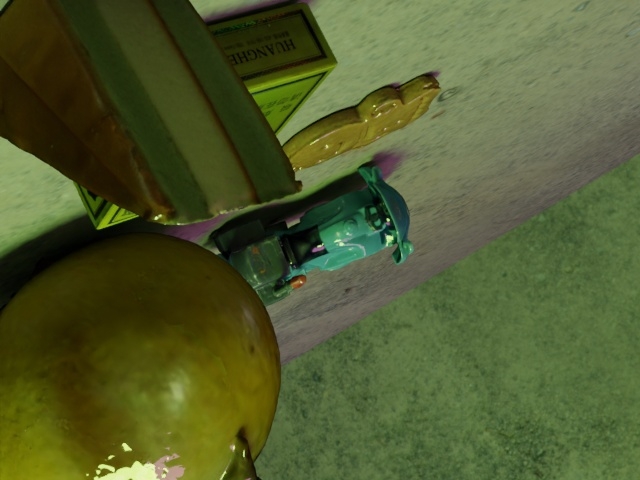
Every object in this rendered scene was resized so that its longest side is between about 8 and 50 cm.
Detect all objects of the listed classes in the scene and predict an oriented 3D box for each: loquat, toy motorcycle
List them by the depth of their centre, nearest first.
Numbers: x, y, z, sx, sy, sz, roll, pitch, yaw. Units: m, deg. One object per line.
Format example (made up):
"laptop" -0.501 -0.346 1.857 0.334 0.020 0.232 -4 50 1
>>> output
"loquat" -0.177 0.162 1.388 0.328 0.359 0.328 -50 175 -6
"toy motorcycle" 0.000 0.000 1.657 0.272 0.124 0.182 -22 179 -29

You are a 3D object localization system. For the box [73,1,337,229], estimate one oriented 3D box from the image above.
"box" -0.097 -0.093 1.093 0.141 0.064 0.220 -21 166 -31

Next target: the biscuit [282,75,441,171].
"biscuit" 0.040 -0.116 1.437 0.184 0.027 0.133 -22 170 -27

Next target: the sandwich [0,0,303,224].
"sandwich" -0.125 -0.061 0.864 0.117 0.187 0.144 -17 159 -43
